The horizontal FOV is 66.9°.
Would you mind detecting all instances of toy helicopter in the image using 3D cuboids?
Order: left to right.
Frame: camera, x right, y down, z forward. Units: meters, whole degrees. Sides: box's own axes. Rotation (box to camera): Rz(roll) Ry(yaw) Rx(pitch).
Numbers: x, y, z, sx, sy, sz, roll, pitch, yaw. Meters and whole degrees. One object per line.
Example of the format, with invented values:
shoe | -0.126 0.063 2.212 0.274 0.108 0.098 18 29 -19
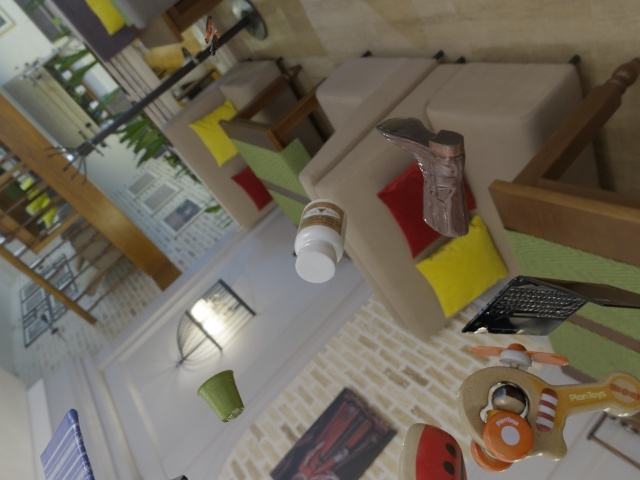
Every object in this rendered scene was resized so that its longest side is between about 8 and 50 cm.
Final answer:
toy helicopter | 0.441 0.298 0.942 0.140 0.354 0.235 84 179 -56

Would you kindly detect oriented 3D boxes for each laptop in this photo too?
laptop | 0.431 0.141 0.843 0.264 0.234 0.137 -60 33 39

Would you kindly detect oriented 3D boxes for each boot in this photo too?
boot | 0.103 -0.061 0.489 0.106 0.037 0.114 35 152 44

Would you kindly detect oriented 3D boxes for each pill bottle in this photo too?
pill bottle | 0.000 0.000 1.291 0.131 0.131 0.229 52 -153 -27

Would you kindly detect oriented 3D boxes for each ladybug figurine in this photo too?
ladybug figurine | 0.353 0.740 1.475 0.305 0.161 0.449 66 -159 -16

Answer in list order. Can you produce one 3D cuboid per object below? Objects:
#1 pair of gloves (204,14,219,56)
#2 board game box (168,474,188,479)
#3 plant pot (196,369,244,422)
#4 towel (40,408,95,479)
pair of gloves | -0.263 -0.491 1.164 0.010 0.074 0.083 5 164 4
board game box | -0.433 0.708 1.260 0.026 0.186 0.126 48 125 -7
plant pot | -0.193 0.317 0.970 0.079 0.083 0.083 52 171 27
towel | -0.572 0.599 1.139 0.040 0.243 0.336 1 -134 -48
